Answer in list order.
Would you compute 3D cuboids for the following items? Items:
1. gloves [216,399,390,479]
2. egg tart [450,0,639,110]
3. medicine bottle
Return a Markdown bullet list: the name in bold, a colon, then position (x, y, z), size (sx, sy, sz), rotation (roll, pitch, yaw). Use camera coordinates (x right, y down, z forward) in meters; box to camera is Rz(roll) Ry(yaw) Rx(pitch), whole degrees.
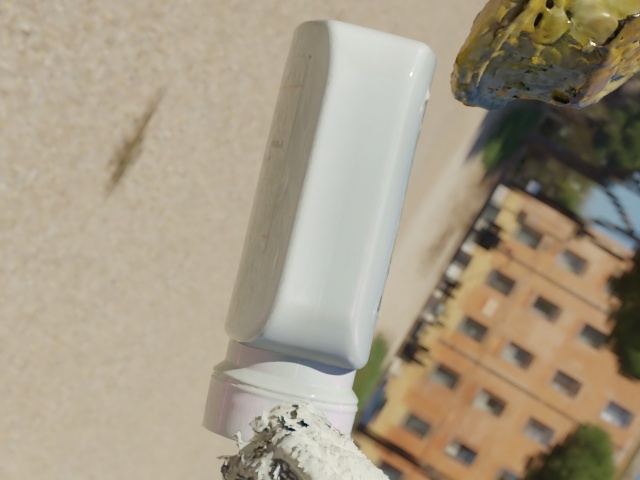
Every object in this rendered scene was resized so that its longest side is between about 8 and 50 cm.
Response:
- **gloves**: position (-0.001, 0.168, 0.865), size (0.070, 0.153, 0.114), rotation (2, 128, -53)
- **egg tart**: position (0.199, -0.171, 1.172), size (0.241, 0.106, 0.241), rotation (-42, 168, -11)
- **medicine bottle**: position (0.000, 0.000, 1.128), size (0.161, 0.111, 0.296), rotation (179, -74, -84)
